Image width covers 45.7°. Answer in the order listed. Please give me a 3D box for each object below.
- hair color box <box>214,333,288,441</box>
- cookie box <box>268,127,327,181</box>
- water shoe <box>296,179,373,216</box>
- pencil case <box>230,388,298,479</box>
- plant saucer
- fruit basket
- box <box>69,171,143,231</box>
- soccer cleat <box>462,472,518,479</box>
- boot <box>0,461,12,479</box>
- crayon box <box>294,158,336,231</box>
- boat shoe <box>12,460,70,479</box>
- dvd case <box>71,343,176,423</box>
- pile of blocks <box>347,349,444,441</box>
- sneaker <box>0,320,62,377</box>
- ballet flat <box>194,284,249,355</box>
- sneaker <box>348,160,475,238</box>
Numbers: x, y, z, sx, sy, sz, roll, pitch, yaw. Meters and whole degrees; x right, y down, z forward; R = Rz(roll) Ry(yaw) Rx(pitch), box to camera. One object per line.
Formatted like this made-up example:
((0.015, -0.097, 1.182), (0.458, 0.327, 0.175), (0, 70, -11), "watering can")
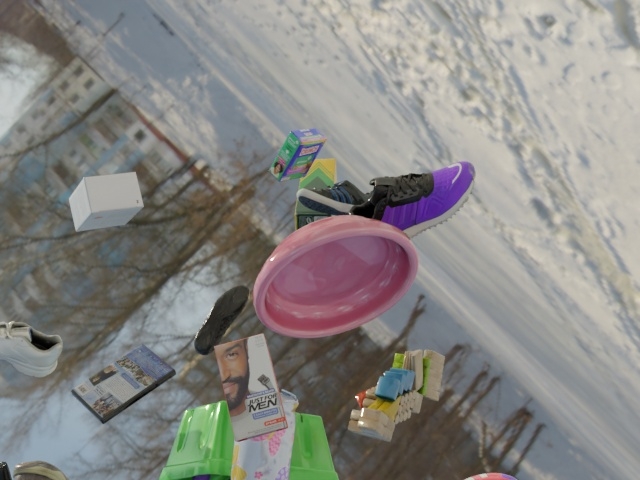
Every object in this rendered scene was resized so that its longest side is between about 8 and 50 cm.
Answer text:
((-0.121, 0.257, 1.326), (0.053, 0.093, 0.167), (90, 165, -74), "hair color box")
((-0.047, -0.180, 1.590), (0.040, 0.107, 0.091), (45, -147, 21), "cookie box")
((0.038, -0.103, 1.769), (0.203, 0.080, 0.073), (15, 164, -25), "water shoe")
((-0.107, 0.428, 1.460), (0.124, 0.273, 0.113), (4, 180, -24), "pencil case")
((0.025, 0.064, 1.484), (0.332, 0.332, 0.084), (44, -161, -51), "plant saucer")
((-0.145, 0.563, 1.691), (0.392, 0.392, 0.282), (45, 138, -20), "fruit basket")
((-0.524, -0.093, 1.849), (0.170, 0.130, 0.091), (-27, 75, 56), "box")
((0.217, 0.408, 1.162), (0.083, 0.248, 0.095), (48, -145, 7), "soccer cleat")
((-0.637, 0.504, 1.551), (0.045, 0.121, 0.099), (-18, -86, -57), "boot")
((0.000, 0.000, 2.133), (0.313, 0.106, 0.363), (-82, -9, -57), "crayon box")
((-0.668, 0.699, 1.959), (0.355, 0.132, 0.130), (49, -147, -37), "boat shoe")
((-0.571, 0.412, 2.203), (0.180, 0.253, 0.022), (27, 137, 39), "dvd case")
((0.151, 0.315, 1.644), (0.112, 0.149, 0.362), (4, -170, 30), "pile of blocks")
((-0.763, 0.236, 1.820), (0.297, 0.129, 0.111), (17, -139, -33), "sneaker")
((-0.209, 0.165, 1.601), (0.057, 0.173, 0.049), (32, 162, 15), "ballet flat")
((0.179, -0.091, 1.584), (0.146, 0.293, 0.102), (39, -146, -27), "sneaker")
